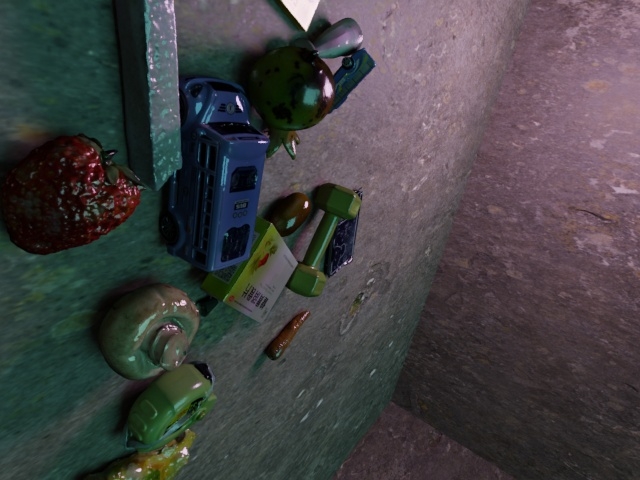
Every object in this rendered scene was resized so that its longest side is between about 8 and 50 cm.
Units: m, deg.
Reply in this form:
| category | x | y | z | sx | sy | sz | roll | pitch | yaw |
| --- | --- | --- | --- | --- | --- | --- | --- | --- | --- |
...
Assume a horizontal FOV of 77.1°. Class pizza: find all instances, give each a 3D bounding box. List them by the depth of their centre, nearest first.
| category | x | y | z | sx | sy | sz | roll | pitch | yaw |
| --- | --- | --- | --- | --- | --- | --- | --- | --- | --- |
| pizza | -0.373 | 0.511 | 0.851 | 0.288 | 0.075 | 0.279 | -35 | 141 | -44 |

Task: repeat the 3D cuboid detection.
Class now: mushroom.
| category | x | y | z | sx | sy | sz | roll | pitch | yaw |
| --- | --- | --- | --- | --- | --- | --- | --- | --- | --- |
| mushroom | -0.277 | 0.152 | 0.673 | 0.166 | 0.127 | 0.166 | -50 | 152 | -40 |

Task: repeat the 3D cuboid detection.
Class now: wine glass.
| category | x | y | z | sx | sy | sz | roll | pitch | yaw |
| --- | --- | --- | --- | --- | --- | --- | --- | --- | --- |
| wine glass | 0.016 | -0.389 | 0.804 | 0.155 | 0.073 | 0.073 | -44 | 146 | -36 |

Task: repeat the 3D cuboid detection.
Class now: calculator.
| category | x | y | z | sx | sy | sz | roll | pitch | yaw |
| --- | --- | --- | --- | --- | --- | --- | --- | --- | --- |
| calculator | 0.075 | -0.022 | 1.259 | 0.166 | 0.028 | 0.273 | -35 | 140 | -44 |

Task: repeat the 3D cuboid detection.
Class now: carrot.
| category | x | y | z | sx | sy | sz | roll | pitch | yaw |
| --- | --- | --- | --- | --- | --- | --- | --- | --- | --- |
| carrot | -0.092 | 0.274 | 1.194 | 0.191 | 0.047 | 0.047 | -50 | 149 | -35 |

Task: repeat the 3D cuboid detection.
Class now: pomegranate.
| category | x | y | z | sx | sy | sz | roll | pitch | yaw |
| --- | --- | --- | --- | --- | --- | --- | --- | --- | --- |
| pomegranate | -0.050 | -0.243 | 0.732 | 0.156 | 0.156 | 0.220 | -42 | 147 | -38 |

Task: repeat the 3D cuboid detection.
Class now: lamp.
| category | x | y | z | sx | sy | sz | roll | pitch | yaw |
| --- | --- | --- | --- | --- | --- | --- | --- | --- | --- |
| lamp | -0.223 | 0.095 | 0.826 | 0.054 | 0.041 | 0.121 | -37 | 145 | -56 |

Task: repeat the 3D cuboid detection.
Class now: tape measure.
| category | x | y | z | sx | sy | sz | roll | pitch | yaw |
| --- | --- | --- | --- | --- | --- | --- | --- | --- | --- |
| tape measure | -0.297 | 0.325 | 0.805 | 0.200 | 0.106 | 0.175 | -23 | 145 | -50 |

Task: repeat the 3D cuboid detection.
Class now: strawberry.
| category | x | y | z | sx | sy | sz | roll | pitch | yaw |
| --- | --- | --- | --- | --- | --- | --- | --- | --- | --- |
| strawberry | -0.297 | -0.050 | 0.479 | 0.148 | 0.131 | 0.131 | -61 | 154 | -26 |

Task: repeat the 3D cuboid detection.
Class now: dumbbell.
| category | x | y | z | sx | sy | sz | roll | pitch | yaw |
| --- | --- | --- | --- | --- | --- | --- | --- | --- | --- |
| dumbbell | 0.000 | 0.000 | 1.055 | 0.301 | 0.108 | 0.121 | -65 | 155 | 0 |

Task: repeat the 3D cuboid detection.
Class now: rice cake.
| category | x | y | z | sx | sy | sz | roll | pitch | yaw |
| --- | --- | --- | --- | --- | --- | --- | --- | --- | --- |
| rice cake | -0.219 | -0.242 | 0.512 | 0.056 | 0.073 | 0.364 | -33 | 139 | -49 |

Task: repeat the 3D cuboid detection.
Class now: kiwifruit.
| category | x | y | z | sx | sy | sz | roll | pitch | yaw |
| --- | --- | --- | --- | --- | --- | --- | --- | --- | --- |
| kiwifruit | -0.069 | -0.060 | 0.928 | 0.124 | 0.075 | 0.075 | -52 | 150 | -32 |

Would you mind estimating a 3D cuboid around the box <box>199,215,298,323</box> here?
| category | x | y | z | sx | sy | sz | roll | pitch | yaw |
| --- | --- | --- | --- | --- | --- | --- | --- | --- | --- |
| box | -0.140 | 0.072 | 0.871 | 0.175 | 0.062 | 0.260 | -60 | 163 | -14 |

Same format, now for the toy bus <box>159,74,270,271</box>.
| category | x | y | z | sx | sy | sz | roll | pitch | yaw |
| --- | --- | --- | --- | --- | --- | --- | --- | --- | --- |
| toy bus | -0.166 | -0.104 | 0.650 | 0.126 | 0.133 | 0.292 | -21 | 130 | -53 |

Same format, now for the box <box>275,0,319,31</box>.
| category | x | y | z | sx | sy | sz | roll | pitch | yaw |
| --- | --- | --- | --- | --- | --- | --- | --- | --- | --- |
| box | -0.051 | -0.441 | 0.702 | 0.149 | 0.020 | 0.073 | 13 | 101 | -62 |

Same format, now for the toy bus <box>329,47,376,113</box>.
| category | x | y | z | sx | sy | sz | roll | pitch | yaw |
| --- | --- | --- | --- | --- | --- | --- | --- | --- | --- |
| toy bus | 0.048 | -0.336 | 0.851 | 0.153 | 0.061 | 0.051 | -43 | -169 | 20 |
